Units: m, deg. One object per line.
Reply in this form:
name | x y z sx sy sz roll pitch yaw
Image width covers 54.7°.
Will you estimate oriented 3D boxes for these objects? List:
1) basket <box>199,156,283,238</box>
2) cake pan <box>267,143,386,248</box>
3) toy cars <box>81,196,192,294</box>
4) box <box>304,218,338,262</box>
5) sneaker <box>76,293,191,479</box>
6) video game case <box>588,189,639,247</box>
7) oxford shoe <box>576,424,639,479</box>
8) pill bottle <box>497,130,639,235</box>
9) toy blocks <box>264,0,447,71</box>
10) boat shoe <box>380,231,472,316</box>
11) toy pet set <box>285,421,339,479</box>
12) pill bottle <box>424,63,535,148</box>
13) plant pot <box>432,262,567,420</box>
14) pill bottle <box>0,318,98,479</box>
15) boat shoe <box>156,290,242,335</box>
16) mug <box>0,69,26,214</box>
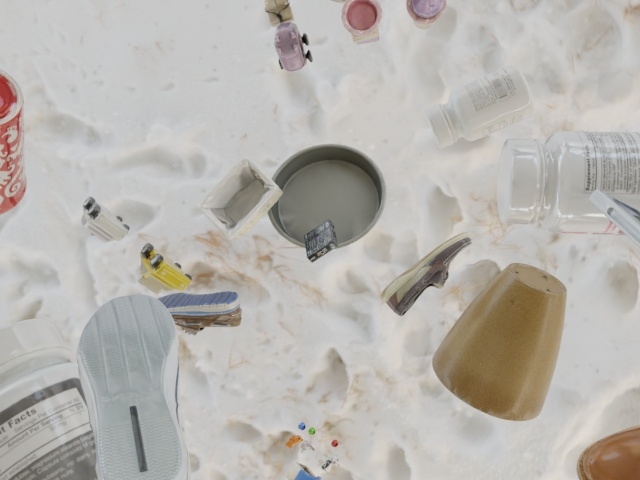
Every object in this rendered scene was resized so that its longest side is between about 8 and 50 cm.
basket | -0.180 -0.096 1.449 0.113 0.103 0.167 45 96 10
cake pan | 0.015 -0.100 1.510 0.294 0.054 0.293 -3 65 7
toy cars | -0.462 0.020 1.488 0.394 0.176 0.087 36 84 18
box | 0.000 0.000 1.272 0.067 0.083 0.018 -34 121 15
sneaker | -0.172 0.153 0.565 0.258 0.094 0.091 -114 26 -53
video game case | 0.447 0.014 0.766 0.191 0.173 0.022 22 115 -18
oxford shoe | 0.344 0.191 0.566 0.213 0.076 0.076 -15 52 13
pill bottle | 0.430 -0.088 0.962 0.283 0.160 0.160 2 95 7
toy blocks | 0.029 -0.456 0.993 0.309 0.260 0.288 -13 97 9
boat shoe | 0.290 0.090 1.625 0.285 0.103 0.092 -38 75 0
toy pet set | -0.016 0.427 1.178 0.114 0.122 0.065 -54 38 -4
pill bottle | 0.370 -0.308 1.457 0.229 0.131 0.131 -23 83 11
plant pot | 0.381 0.182 1.230 0.237 0.237 0.254 29 115 22
pill bottle | -0.365 0.301 0.857 0.204 0.204 0.361 -44 71 22
boat shoe | -0.227 0.134 1.098 0.183 0.066 0.066 -3 112 20
mug | -0.412 -0.125 0.713 0.150 0.113 0.169 37 141 -4
